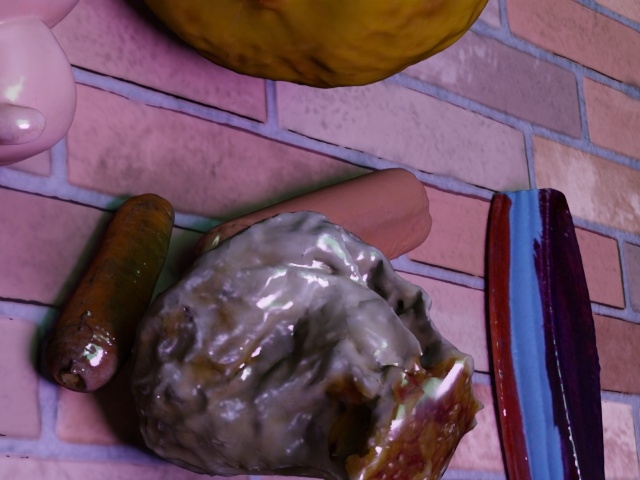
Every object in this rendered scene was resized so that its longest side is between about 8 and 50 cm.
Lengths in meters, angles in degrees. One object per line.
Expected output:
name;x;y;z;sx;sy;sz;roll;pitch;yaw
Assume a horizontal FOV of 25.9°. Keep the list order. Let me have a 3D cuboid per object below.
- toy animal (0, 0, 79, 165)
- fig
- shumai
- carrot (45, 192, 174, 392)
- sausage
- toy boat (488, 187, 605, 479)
toy animal;-0.242;-0.150;0.957;0.171;0.171;0.197;-17;93;-48
fig;0.004;-0.302;1.163;0.343;0.343;0.343;19;63;-42
shumai;-0.012;0.128;1.022;0.225;0.260;0.222;-18;64;-23
carrot;-0.153;0.037;1.054;0.060;0.060;0.186;46;44;-26
sausage;-0.001;-0.001;1.207;0.289;0.086;0.086;-21;92;-47
toy boat;0.235;0.132;1.428;0.136;0.079;0.392;17;62;-41
